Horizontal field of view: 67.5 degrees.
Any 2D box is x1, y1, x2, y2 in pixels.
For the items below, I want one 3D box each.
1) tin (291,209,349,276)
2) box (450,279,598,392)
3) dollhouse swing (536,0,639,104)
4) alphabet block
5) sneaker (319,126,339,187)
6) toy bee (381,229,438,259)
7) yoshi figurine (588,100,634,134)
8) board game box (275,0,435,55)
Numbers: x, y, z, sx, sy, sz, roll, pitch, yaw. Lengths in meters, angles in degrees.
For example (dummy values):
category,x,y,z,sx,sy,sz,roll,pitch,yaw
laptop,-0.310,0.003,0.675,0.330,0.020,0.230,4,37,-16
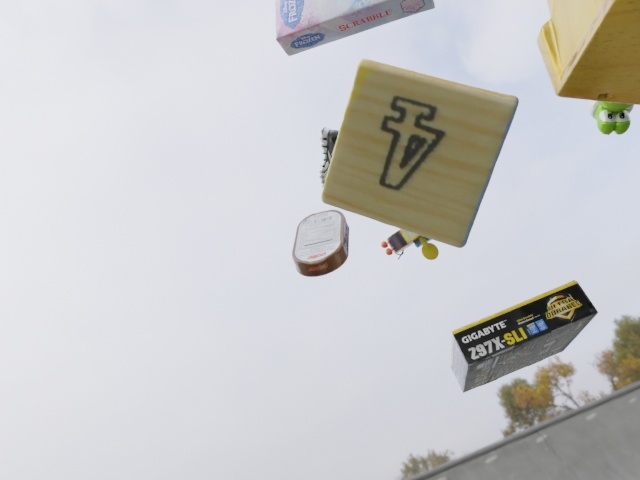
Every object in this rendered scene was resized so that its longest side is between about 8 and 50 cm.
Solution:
category,x,y,z,sx,sy,sz,roll,pitch,yaw
tin,0.000,0.000,0.937,0.106,0.189,0.040,-16,-59,14
box,0.410,0.218,1.017,0.257,0.079,0.322,-22,-29,4
dollhouse swing,0.429,-0.379,0.550,0.316,0.304,0.347,9,-14,11
alphabet block,0.139,-0.121,0.667,0.192,0.197,0.193,-25,-47,-70
sneaker,0.056,-0.257,1.593,0.106,0.078,0.234,7,-69,21
toy bee,0.273,-0.006,1.449,0.162,0.195,0.298,-24,-36,-39
yoshi figurine,0.870,-0.487,1.418,0.203,0.361,0.204,29,-34,-32
board game box,0.056,-0.576,0.991,0.318,0.318,0.066,-10,-19,21
